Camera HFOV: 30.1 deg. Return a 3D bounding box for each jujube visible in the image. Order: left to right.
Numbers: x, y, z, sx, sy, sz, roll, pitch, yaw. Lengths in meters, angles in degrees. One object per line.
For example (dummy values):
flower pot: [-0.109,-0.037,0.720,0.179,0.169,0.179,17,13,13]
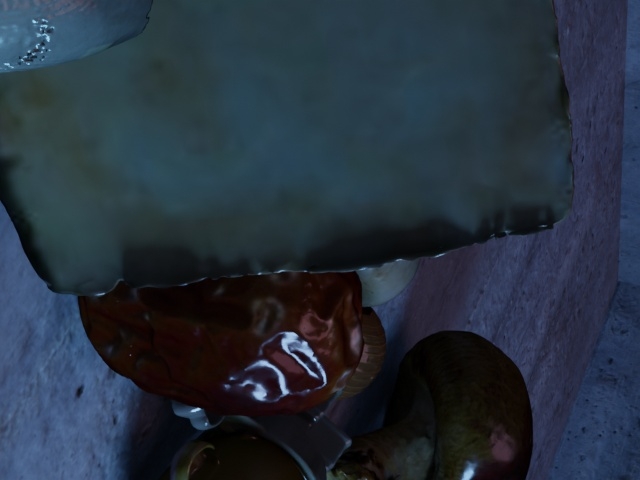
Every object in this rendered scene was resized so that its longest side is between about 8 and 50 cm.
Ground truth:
jujube: [-0.083,0.059,0.994,0.174,0.250,0.174,8,90,-67]

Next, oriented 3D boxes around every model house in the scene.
model house: [-0.033,-0.240,0.881,0.400,0.395,0.445,-63,142,-65]

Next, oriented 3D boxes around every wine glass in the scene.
wine glass: [-0.219,-0.034,0.619,0.309,0.096,0.264,-20,106,-37]

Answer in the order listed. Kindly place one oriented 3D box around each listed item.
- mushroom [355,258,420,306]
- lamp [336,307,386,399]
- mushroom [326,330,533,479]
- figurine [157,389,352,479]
mushroom: [0.006,-0.014,1.292,0.206,0.209,0.206,-18,90,-72]
lamp: [0.011,0.123,1.396,0.136,0.136,0.136,-44,141,-52]
mushroom: [0.141,0.315,1.743,0.334,0.356,0.331,-109,-172,-52]
figurine: [-0.083,0.250,1.203,0.342,0.167,0.285,59,34,-19]
